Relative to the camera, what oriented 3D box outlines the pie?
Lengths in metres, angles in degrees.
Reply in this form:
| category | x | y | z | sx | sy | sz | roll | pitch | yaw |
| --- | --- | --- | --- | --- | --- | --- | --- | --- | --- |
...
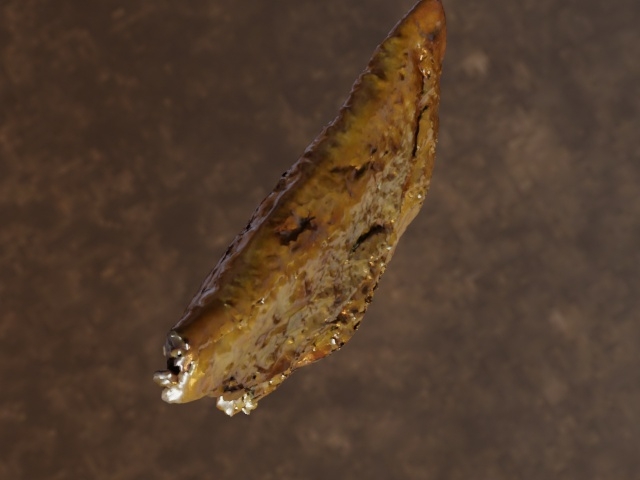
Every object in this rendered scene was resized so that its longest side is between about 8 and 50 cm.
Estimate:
| category | x | y | z | sx | sy | sz | roll | pitch | yaw |
| --- | --- | --- | --- | --- | --- | --- | --- | --- | --- |
| pie | 0.000 | 0.000 | 0.652 | 0.034 | 0.170 | 0.092 | 23 | 150 | 29 |
